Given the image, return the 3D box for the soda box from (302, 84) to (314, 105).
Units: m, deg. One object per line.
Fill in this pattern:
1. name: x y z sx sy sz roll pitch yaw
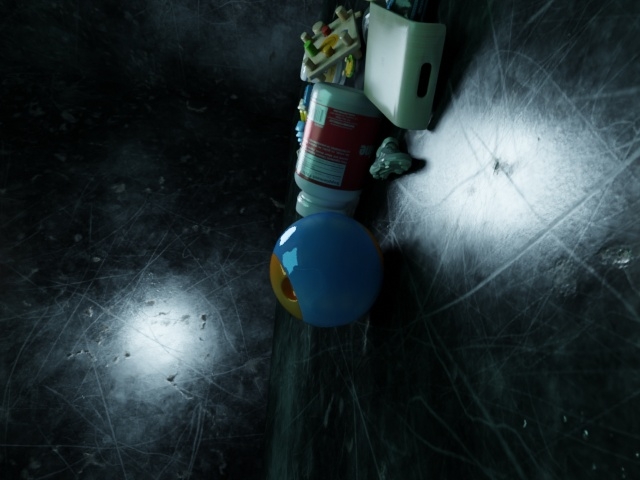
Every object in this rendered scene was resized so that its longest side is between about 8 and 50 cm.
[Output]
1. soda box: 0.044 -0.525 1.601 0.067 0.210 0.071 -127 48 -74

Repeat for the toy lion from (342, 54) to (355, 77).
1. toy lion: 0.130 -0.757 1.836 0.096 0.034 0.100 -162 82 -72

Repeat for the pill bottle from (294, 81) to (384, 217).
1. pill bottle: 0.047 -0.268 1.335 0.229 0.229 0.407 -104 25 -63

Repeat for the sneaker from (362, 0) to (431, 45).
1. sneaker: 0.190 -0.580 1.151 0.341 0.125 0.139 -177 95 -79

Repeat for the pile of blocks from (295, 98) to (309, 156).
1. pile of blocks: -0.017 -0.412 1.793 0.149 0.113 0.362 -44 -41 -28

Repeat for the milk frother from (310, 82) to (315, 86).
1. milk frother: 0.013 -0.840 2.178 0.134 0.143 0.129 -110 24 -64

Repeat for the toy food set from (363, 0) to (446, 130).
1. toy food set: 0.189 -0.423 1.001 0.306 0.093 0.219 -113 19 -50

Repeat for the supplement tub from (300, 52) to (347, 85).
1. supplement tub: 0.017 -0.804 1.983 0.144 0.200 0.144 -171 90 -79

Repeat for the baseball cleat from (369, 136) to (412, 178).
1. baseball cleat: 0.176 -0.216 1.064 0.206 0.072 0.109 -179 105 -75

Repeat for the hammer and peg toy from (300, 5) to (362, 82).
1. hammer and peg toy: 0.044 -0.861 1.784 0.266 0.127 0.360 -23 52 28

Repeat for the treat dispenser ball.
1. treat dispenser ball: 0.017 0.073 1.067 0.288 0.289 0.287 -171 90 -79
